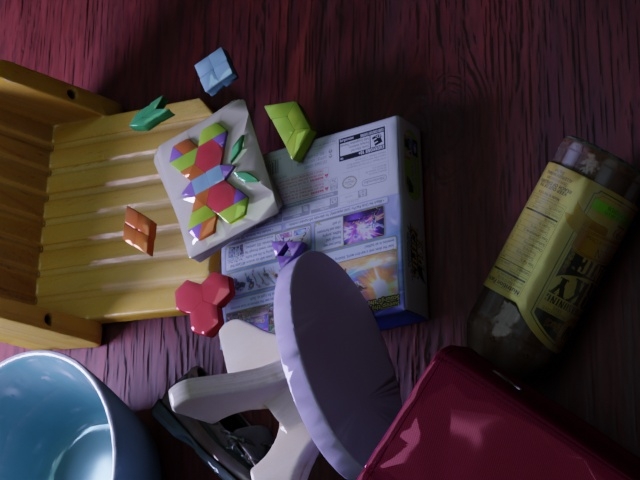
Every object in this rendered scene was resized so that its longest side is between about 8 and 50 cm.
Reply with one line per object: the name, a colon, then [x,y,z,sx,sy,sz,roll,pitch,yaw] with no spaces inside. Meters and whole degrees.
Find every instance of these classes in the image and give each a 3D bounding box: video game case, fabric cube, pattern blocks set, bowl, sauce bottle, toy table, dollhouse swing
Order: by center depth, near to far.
fabric cube: [0.171,0.277,1.501,0.258,0.254,0.259,32,94,14]
sauce bottle: [0.229,0.061,1.681,0.111,0.111,0.344,30,95,39]
toy table: [-0.026,0.167,1.729,0.161,0.252,0.274,-34,41,28]
video game case: [0.000,0.000,1.898,0.269,0.061,0.244,-14,66,32]
pattern blocks set: [-0.130,-0.073,1.942,0.285,0.026,0.325,-41,59,11]
bowl: [-0.320,0.306,1.960,0.311,0.163,0.312,-13,66,32]
dollhouse swing: [-0.336,-0.059,2.040,0.305,0.315,0.347,-13,66,44]

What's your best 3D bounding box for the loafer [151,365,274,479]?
loafer: [-0.102,0.238,1.874,0.267,0.096,0.084,33,89,41]
